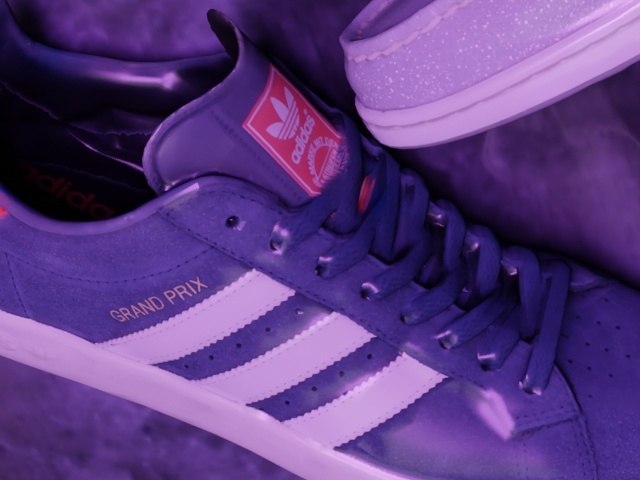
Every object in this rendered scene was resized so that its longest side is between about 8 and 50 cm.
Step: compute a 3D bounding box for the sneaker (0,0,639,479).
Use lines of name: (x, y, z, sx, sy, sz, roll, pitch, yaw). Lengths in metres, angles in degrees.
sneaker: (0.000, 0.000, 0.580, 0.350, 0.131, 0.148, 14, 134, 2)

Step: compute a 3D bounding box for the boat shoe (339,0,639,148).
boat shoe: (0.124, -0.152, 0.494, 0.320, 0.118, 0.103, -37, 106, 21)
